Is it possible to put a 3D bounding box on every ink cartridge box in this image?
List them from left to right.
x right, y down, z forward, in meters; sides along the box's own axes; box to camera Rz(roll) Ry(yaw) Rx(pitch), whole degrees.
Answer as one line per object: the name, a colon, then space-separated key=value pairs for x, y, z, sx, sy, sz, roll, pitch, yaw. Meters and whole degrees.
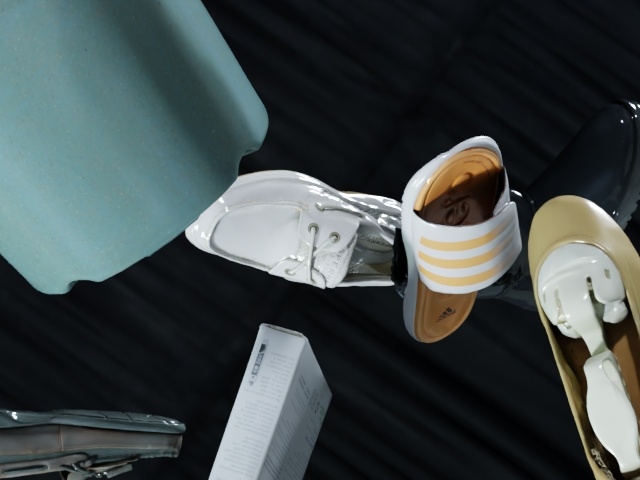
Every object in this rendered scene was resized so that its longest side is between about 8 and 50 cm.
ink cartridge box: x=-0.052 y=0.202 z=1.537 sx=0.223 sy=0.045 sz=0.224 roll=72 pitch=-146 yaw=-72

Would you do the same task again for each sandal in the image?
sandal: x=0.128 y=0.016 z=1.564 sx=0.102 sy=0.076 sz=0.265 roll=-30 pitch=-33 yaw=-19

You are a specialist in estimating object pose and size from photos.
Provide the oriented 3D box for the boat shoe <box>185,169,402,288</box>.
boat shoe: x=0.000 y=0.000 z=1.805 sx=0.277 sy=0.096 sz=0.098 roll=4 pitch=-55 yaw=-37

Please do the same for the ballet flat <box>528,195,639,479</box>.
ballet flat: x=0.191 y=0.070 z=1.231 sx=0.080 sy=0.232 sz=0.073 roll=-23 pitch=-19 yaw=18

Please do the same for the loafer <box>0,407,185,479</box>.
loafer: x=-0.270 y=0.209 z=1.823 sx=0.096 sy=0.267 sz=0.084 roll=175 pitch=99 yaw=-76

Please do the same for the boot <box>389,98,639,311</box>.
boot: x=0.192 y=-0.038 z=1.797 sx=0.246 sy=0.207 sz=0.094 roll=-68 pitch=28 yaw=23

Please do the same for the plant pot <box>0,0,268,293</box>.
plant pot: x=-0.237 y=-0.157 z=1.520 sx=0.341 sy=0.334 sz=0.341 roll=-30 pitch=22 yaw=14
